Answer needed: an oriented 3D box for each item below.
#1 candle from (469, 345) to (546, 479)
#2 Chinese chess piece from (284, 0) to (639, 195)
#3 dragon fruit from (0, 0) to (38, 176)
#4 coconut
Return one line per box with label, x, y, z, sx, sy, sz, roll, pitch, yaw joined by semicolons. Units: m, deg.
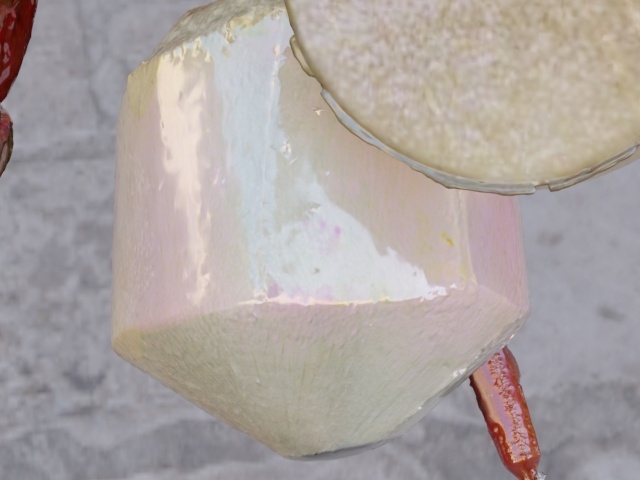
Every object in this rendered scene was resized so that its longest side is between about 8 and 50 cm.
candle;0.171;0.157;1.427;0.053;0.048;0.162;-15;84;-39
Chinese chess piece;0.109;-0.160;0.900;0.270;0.270;0.112;20;28;11
dragon fruit;-0.149;-0.097;0.440;0.224;0.148;0.218;-40;106;-43
coconut;0.000;0.000;1.136;0.297;0.297;0.309;1;81;-6
